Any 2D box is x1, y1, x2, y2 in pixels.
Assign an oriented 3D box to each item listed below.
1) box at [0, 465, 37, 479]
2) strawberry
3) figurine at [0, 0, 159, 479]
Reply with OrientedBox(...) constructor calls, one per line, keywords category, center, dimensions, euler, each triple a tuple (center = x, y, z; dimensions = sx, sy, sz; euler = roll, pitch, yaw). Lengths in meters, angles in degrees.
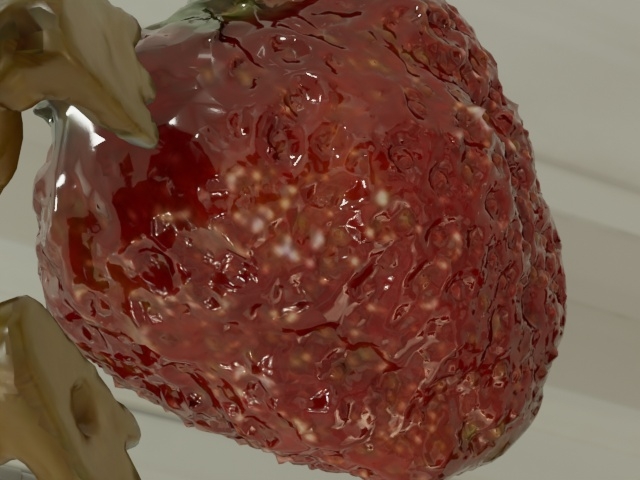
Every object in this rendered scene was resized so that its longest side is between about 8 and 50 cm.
OrientedBox(category="box", center=(-0.202, 0.245, 0.886), dimensions=(0.103, 0.055, 0.244), euler=(-99, 29, -58))
OrientedBox(category="strawberry", center=(0.000, 0.000, 0.782), dimensions=(0.257, 0.277, 0.257), euler=(-43, -4, -4))
OrientedBox(category="figurine", center=(-0.255, 0.005, 0.507), dimensions=(0.387, 0.268, 0.401), euler=(-17, 71, 19))
